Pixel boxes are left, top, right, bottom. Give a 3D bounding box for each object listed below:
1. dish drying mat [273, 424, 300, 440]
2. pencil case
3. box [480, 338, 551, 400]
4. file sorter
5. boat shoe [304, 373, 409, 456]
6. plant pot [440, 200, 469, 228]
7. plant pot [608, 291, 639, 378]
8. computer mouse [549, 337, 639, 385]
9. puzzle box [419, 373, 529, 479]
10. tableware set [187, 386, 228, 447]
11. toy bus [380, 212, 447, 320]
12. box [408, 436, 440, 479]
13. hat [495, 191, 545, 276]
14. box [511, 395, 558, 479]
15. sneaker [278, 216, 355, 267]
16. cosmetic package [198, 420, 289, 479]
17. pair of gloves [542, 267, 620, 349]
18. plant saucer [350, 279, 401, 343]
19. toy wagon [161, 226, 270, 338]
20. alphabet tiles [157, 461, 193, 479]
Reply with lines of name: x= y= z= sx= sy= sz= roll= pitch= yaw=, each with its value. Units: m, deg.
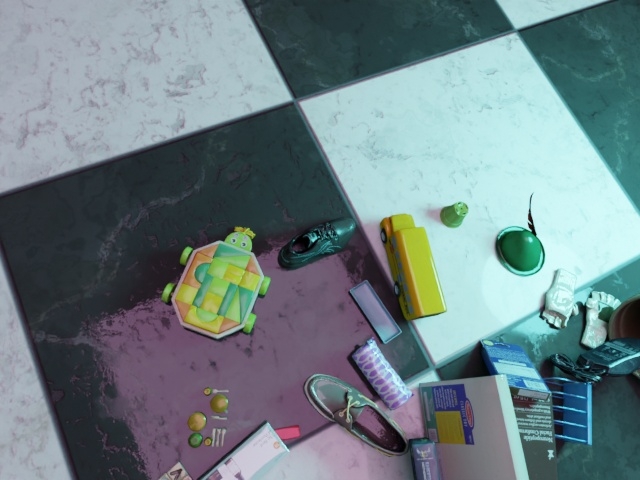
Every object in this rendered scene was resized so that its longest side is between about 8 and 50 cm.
dish drying mat: x=-0.098 y=0.532 z=1.270 sx=0.083 sy=0.008 sz=0.032 roll=-7 pitch=73 yaw=-11
pencil case: x=0.177 y=0.384 z=1.330 sx=0.088 sy=0.086 sz=0.206 roll=-25 pitch=77 yaw=-44
box: x=0.559 y=0.373 z=1.352 sx=0.136 sy=0.225 sz=0.036 roll=10 pitch=112 yaw=-1
file sorter: x=0.714 y=0.499 z=1.363 sx=0.105 sy=0.118 sz=0.170 roll=12 pitch=70 yaw=-2
boat shoe: x=0.101 y=0.479 z=1.274 sx=0.324 sy=0.096 sz=0.116 roll=37 pitch=70 yaw=4
plant pot: x=0.452 y=-0.092 z=1.532 sx=0.083 sy=0.079 sz=0.083 roll=3 pitch=72 yaw=-9
plant pot: x=1.128 y=0.266 z=1.431 sx=0.280 sy=0.323 sz=0.323 roll=-21 pitch=76 yaw=-32
computer mouse: x=0.857 y=0.369 z=1.390 sx=0.272 sy=0.188 sz=0.072 roll=-16 pitch=100 yaw=-9
puzzle box: x=0.401 y=0.568 z=1.203 sx=0.052 sy=0.272 sz=0.408 roll=7 pitch=68 yaw=-34
tableware set: x=-0.304 y=0.478 z=1.247 sx=0.104 sy=0.024 sz=0.154 roll=3 pitch=73 yaw=-5
toy bus: x=0.280 y=0.073 z=1.421 sx=0.108 sy=0.130 sz=0.332 roll=-8 pitch=74 yaw=-12
box: x=0.267 y=0.604 z=1.171 sx=0.059 sy=0.232 sz=0.183 roll=-8 pitch=68 yaw=5
hat: x=0.681 y=0.000 z=1.485 sx=0.208 sy=0.183 sz=0.173 roll=38 pitch=70 yaw=4
box: x=0.533 y=0.613 z=1.284 sx=0.191 sy=0.143 sz=0.381 roll=7 pitch=73 yaw=-8
sneaker: x=0.000 y=0.000 z=1.413 sx=0.267 sy=0.106 sz=0.101 roll=-30 pitch=78 yaw=-19
cosmetic package: x=-0.203 y=0.591 z=1.197 sx=0.239 sy=0.060 sz=0.099 roll=-37 pitch=83 yaw=-19
pair of gloves: x=0.855 y=0.223 z=1.517 sx=0.240 sy=0.042 sz=0.204 roll=33 pitch=70 yaw=3
plant saucer: x=0.167 y=0.218 z=1.415 sx=0.067 sy=0.018 sz=0.192 roll=-30 pitch=80 yaw=-17
toy wagon: x=-0.285 y=0.105 z=1.348 sx=0.267 sy=0.068 sz=0.344 roll=21 pitch=70 yaw=-3
alphabet tiles: x=-0.338 y=0.701 z=1.173 sx=0.198 sy=0.009 sz=0.237 roll=-38 pitch=82 yaw=-18
